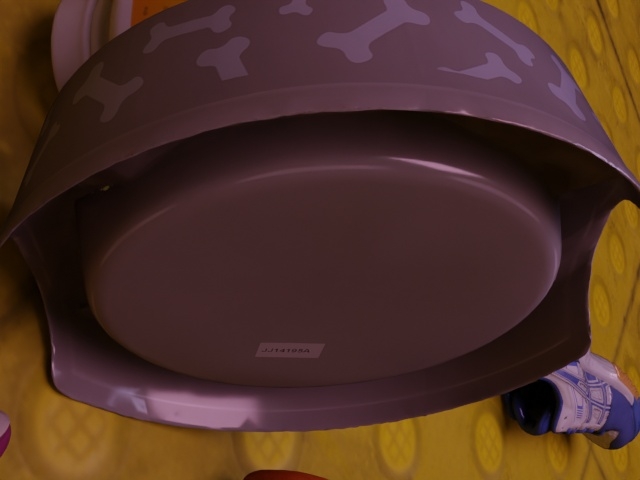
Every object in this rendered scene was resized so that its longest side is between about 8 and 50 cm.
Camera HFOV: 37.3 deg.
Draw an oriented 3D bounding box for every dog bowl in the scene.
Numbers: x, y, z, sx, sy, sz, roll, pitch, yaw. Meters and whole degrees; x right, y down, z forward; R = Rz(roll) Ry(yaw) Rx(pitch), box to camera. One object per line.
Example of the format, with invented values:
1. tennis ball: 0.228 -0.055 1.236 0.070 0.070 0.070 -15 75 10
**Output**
1. dog bowl: 0.000 0.000 0.524 0.349 0.349 0.102 33 43 -46

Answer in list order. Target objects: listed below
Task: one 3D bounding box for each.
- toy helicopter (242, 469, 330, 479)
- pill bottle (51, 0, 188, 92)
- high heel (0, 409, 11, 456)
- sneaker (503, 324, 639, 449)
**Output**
1. toy helicopter: 0.101 0.279 0.660 0.355 0.235 0.140 43 48 -40
2. pill bottle: -0.045 -0.114 0.572 0.117 0.215 0.117 0 90 -79
3. high heel: -0.225 0.149 0.396 0.244 0.082 0.117 -32 135 -67
4. sneaker: 0.260 0.170 1.057 0.296 0.112 0.131 48 62 -34
